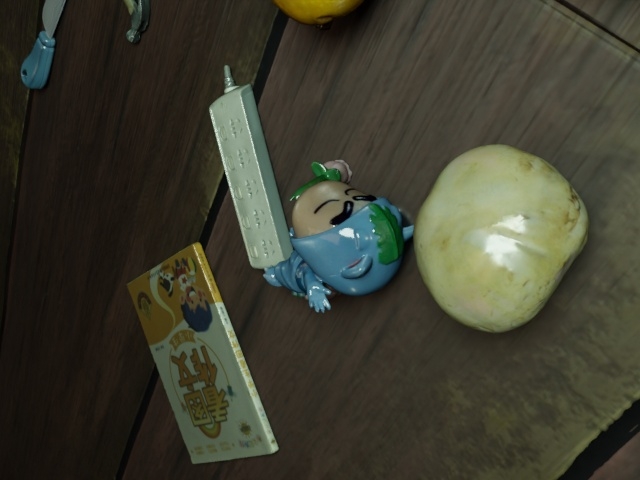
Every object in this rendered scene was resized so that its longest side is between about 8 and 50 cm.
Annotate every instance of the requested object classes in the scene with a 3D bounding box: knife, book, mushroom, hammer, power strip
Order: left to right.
[{"bbox_3d":[-0.423,-0.341,1.006,0.058,0.032,0.244,56,129,28],"label":"knife"},{"bbox_3d":[-0.273,-0.355,0.860,0.062,0.017,0.182,-41,72,42],"label":"hammer"},{"bbox_3d":[-0.176,0.170,0.920,0.207,0.020,0.296,-26,84,44],"label":"book"},{"bbox_3d":[-0.081,-0.080,0.746,0.060,0.027,0.253,-13,93,45],"label":"power strip"},{"bbox_3d":[0.135,-0.003,0.499,0.148,0.112,0.148,-19,64,45],"label":"mushroom"}]

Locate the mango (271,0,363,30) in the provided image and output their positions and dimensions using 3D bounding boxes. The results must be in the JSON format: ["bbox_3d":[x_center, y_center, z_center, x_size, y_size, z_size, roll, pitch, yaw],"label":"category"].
[{"bbox_3d":[-0.015,-0.352,0.503,0.187,0.143,0.360,-135,37,-69],"label":"mango"}]

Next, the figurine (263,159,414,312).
[{"bbox_3d":[0.002,-0.004,0.641,0.178,0.114,0.145,-34,76,53],"label":"figurine"}]
